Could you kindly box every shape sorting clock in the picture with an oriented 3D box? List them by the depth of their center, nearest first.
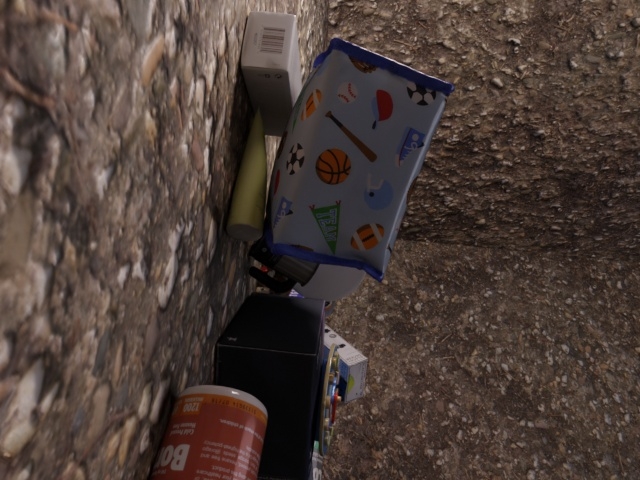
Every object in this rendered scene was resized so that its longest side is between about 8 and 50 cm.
[{"bbox_3d":[0.019,0.304,0.902,0.206,0.040,0.206,5,90,-86],"label":"shape sorting clock"}]

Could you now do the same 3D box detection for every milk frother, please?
[{"bbox_3d":[-0.081,0.025,1.017,0.129,0.135,0.143,-49,-164,33],"label":"milk frother"}]

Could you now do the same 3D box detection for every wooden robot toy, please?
[{"bbox_3d":[-0.114,0.115,1.141,0.173,0.079,0.076,-82,177,-49],"label":"wooden robot toy"}]

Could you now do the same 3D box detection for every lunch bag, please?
[{"bbox_3d":[0.034,-0.141,0.853,0.385,0.239,0.328,-137,-114,-73],"label":"lunch bag"}]

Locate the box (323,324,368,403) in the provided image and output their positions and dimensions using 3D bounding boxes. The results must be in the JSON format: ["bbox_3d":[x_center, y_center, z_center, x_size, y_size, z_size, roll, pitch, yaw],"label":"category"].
[{"bbox_3d":[0.048,0.451,1.760,0.290,0.087,0.169,31,-58,49],"label":"box"}]

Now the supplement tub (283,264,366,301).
[{"bbox_3d":[0.000,0.000,1.237,0.331,0.241,0.241,-104,-162,-72],"label":"supplement tub"}]

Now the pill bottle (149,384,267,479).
[{"bbox_3d":[-0.136,0.288,0.532,0.121,0.121,0.216,93,4,-47],"label":"pill bottle"}]

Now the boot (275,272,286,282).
[{"bbox_3d":[-0.102,0.080,1.485,0.152,0.073,0.197,86,21,-74],"label":"boot"}]

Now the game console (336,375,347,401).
[{"bbox_3d":[0.011,0.389,1.607,0.293,0.173,0.250,92,4,-59],"label":"game console"}]

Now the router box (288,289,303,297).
[{"bbox_3d":[-0.108,0.329,1.697,0.335,0.082,0.301,-70,165,-80],"label":"router box"}]

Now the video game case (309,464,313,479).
[{"bbox_3d":[-0.046,0.633,1.047,0.196,0.026,0.274,48,36,-68],"label":"video game case"}]

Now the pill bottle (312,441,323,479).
[{"bbox_3d":[-0.102,0.746,1.380,0.204,0.204,0.361,92,4,-55],"label":"pill bottle"}]

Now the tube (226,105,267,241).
[{"bbox_3d":[-0.117,-0.116,0.820,0.070,0.062,0.240,-25,-130,40],"label":"tube"}]

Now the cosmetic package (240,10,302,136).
[{"bbox_3d":[-0.084,-0.297,0.872,0.231,0.085,0.117,94,3,-73],"label":"cosmetic package"}]

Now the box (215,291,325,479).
[{"bbox_3d":[-0.090,0.291,0.938,0.296,0.183,0.294,-74,168,-78],"label":"box"}]

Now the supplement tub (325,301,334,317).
[{"bbox_3d":[-0.025,0.186,2.028,0.316,0.194,0.193,92,4,-45],"label":"supplement tub"}]
